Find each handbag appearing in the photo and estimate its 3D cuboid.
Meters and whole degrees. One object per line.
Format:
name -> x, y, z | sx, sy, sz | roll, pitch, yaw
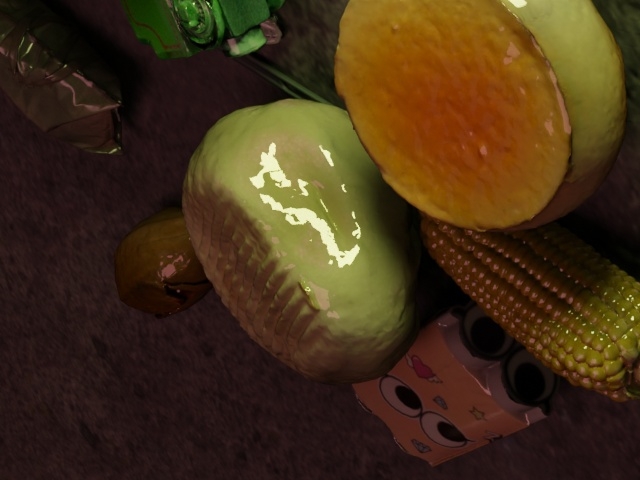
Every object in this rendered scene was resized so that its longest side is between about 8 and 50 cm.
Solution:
handbag -> -0.346, -0.223, 2.315 | 0.270, 0.117, 0.182 | 40, 162, 8

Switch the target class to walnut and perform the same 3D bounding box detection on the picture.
walnut -> -0.202, 0.028, 2.438 | 0.137, 0.137, 0.245 | 50, 146, -8

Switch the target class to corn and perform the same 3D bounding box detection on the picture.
corn -> 0.234, 0.048, 1.920 | 0.347, 0.130, 0.130 | 39, 150, 28

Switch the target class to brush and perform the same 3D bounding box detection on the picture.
brush -> -0.081, -0.200, 2.111 | 0.266, 0.027, 0.062 | 32, 149, 20

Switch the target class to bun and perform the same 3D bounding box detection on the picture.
bun -> 0.162, -0.157, 1.742 | 0.299, 0.165, 0.299 | 22, 127, 32
bun -> 0.000, 0.000, 2.078 | 0.361, 0.213, 0.361 | 49, 159, 26

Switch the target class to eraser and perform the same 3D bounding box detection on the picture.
eraser -> 0.157, 0.168, 2.207 | 0.171, 0.087, 0.290 | 46, 150, -4

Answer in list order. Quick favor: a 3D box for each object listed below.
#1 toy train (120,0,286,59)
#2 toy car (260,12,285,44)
toy train -> -0.145, -0.305, 1.956 | 0.188, 0.132, 0.243 | 1, 120, 53
toy car -> -0.080, -0.245, 2.058 | 0.093, 0.025, 0.041 | 24, 145, 31
